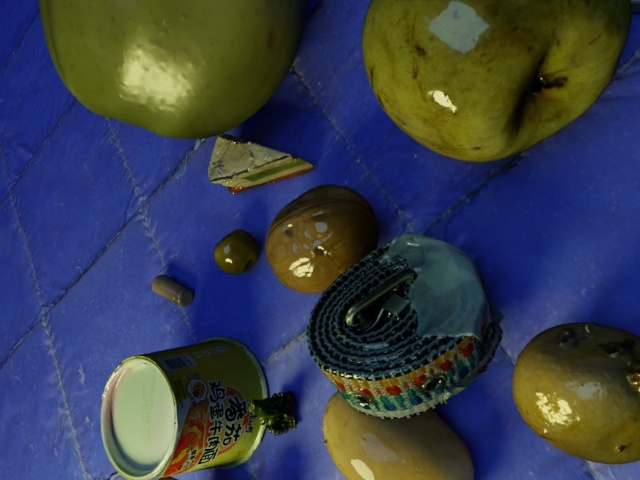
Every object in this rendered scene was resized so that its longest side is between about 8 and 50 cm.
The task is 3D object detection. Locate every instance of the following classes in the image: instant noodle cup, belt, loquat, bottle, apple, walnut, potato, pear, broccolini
[{"bbox_3d":[-0.255,0.310,0.882,0.265,0.200,0.263,-5,80,32],"label":"instant noodle cup"},{"bbox_3d":[0.117,0.116,0.658,0.258,0.150,0.207,-34,41,-4],"label":"belt"},{"bbox_3d":[0.315,0.167,0.545,0.172,0.204,0.149,19,60,6],"label":"loquat"},{"bbox_3d":[-0.324,0.110,1.050,0.097,0.045,0.045,21,94,33],"label":"bottle"},{"bbox_3d":[-0.163,0.022,0.931,0.075,0.090,0.089,37,104,17],"label":"apple"},{"bbox_3d":[0.000,0.000,0.788,0.207,0.167,0.167,-33,66,28],"label":"walnut"},{"bbox_3d":[0.104,0.304,0.692,0.234,0.146,0.150,36,134,32],"label":"potato"},{"bbox_3d":[0.203,-0.257,0.621,0.304,0.304,0.303,-6,80,33],"label":"pear"},{"bbox_3d":[-0.091,0.276,0.789,0.058,0.201,0.073,-11,62,14],"label":"broccolini"},{"bbox_3d":[-0.257,-0.405,0.858,0.474,0.474,0.472,-6,80,33],"label":"apple"}]

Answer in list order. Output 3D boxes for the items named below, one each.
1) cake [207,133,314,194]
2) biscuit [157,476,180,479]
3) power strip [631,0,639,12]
[{"bbox_3d":[-0.130,-0.133,0.935,0.221,0.086,0.116,25,96,34],"label":"cake"},{"bbox_3d":[-0.178,0.554,0.823,0.237,0.062,0.290,0,105,31],"label":"biscuit"},{"bbox_3d":[0.397,-0.357,0.657,0.227,0.029,0.079,20,94,34],"label":"power strip"}]
